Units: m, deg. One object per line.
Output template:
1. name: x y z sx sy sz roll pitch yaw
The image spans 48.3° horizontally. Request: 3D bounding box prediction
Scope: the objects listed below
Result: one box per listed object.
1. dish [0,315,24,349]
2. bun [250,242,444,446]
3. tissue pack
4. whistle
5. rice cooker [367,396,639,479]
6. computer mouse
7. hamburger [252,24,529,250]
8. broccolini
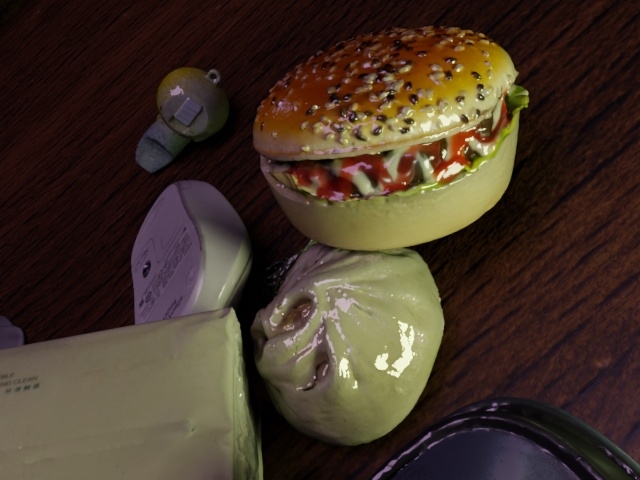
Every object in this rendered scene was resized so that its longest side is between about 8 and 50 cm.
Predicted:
1. dish: -0.596 0.215 1.180 0.229 0.081 0.230 -21 50 27
2. bun: 0.012 0.091 0.737 0.231 0.133 0.231 -21 51 28
3. tissue pack: -0.241 0.250 0.673 0.380 0.207 0.297 -11 44 0
4. whistle: -0.229 -0.200 1.172 0.223 0.122 0.123 -43 40 30
5. rice cooker: 0.136 0.246 0.453 0.267 0.224 0.267 -21 51 28
6. computer mouse: -0.156 0.045 0.903 0.184 0.121 0.297 -55 34 12
7. hamburger: 0.071 -0.124 0.752 0.300 0.176 0.300 -12 31 7
8. broccolini: -0.001 0.001 0.894 0.254 0.071 0.057 -47 0 -8
